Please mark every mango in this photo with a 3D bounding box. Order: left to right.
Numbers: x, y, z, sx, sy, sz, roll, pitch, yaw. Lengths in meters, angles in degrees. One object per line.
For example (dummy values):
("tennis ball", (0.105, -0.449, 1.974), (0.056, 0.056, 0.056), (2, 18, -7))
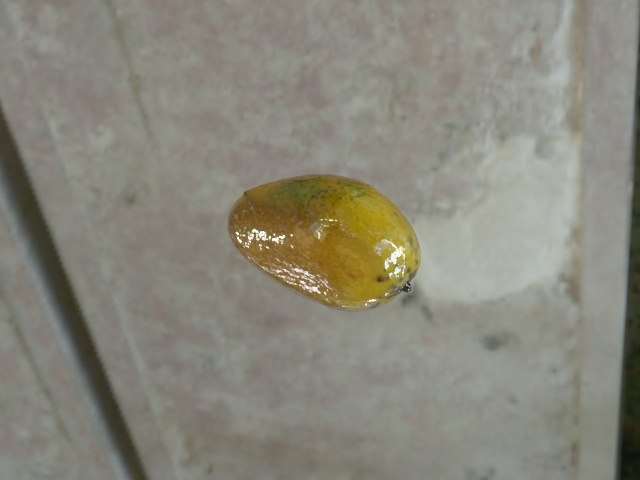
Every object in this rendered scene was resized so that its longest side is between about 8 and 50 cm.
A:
("mango", (0.000, 0.000, 0.840), (0.114, 0.057, 0.079), (12, 143, 33))
